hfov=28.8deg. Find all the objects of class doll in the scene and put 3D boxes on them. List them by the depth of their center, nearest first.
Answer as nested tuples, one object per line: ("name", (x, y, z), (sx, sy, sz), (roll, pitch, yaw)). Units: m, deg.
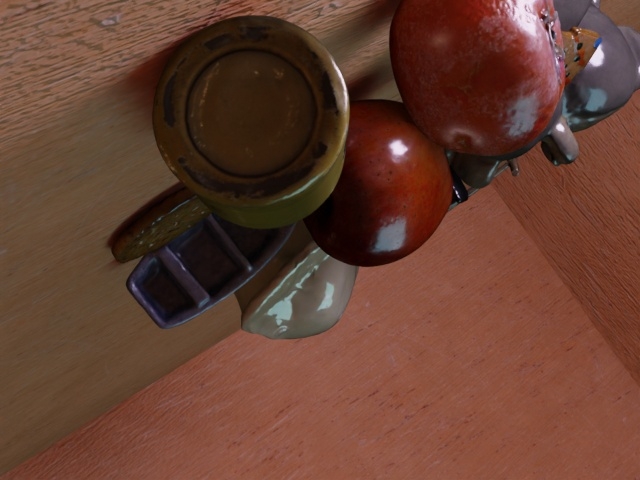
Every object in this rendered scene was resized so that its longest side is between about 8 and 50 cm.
("doll", (0.336, -0.263, 1.730), (0.382, 0.252, 0.378), (-39, 176, -24))

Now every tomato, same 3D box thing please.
("tomato", (0.174, -0.214, 1.401), (0.189, 0.232, 0.232), (-7, -177, 18))

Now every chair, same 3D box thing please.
("chair", (0.211, -0.138, 2.273), (0.272, 0.188, 0.166), (-33, 175, 12))

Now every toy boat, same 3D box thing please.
("toy boat", (-0.141, 0.011, 1.758), (0.283, 0.127, 0.078), (-38, 175, -15))

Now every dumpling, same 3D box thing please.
("dumpling", (0.000, 0.000, 2.026), (0.315, 0.233, 0.395), (-41, -174, 23))

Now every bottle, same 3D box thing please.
("bottle", (-0.057, -0.098, 1.233), (0.171, 0.171, 0.351), (-35, 176, -2))

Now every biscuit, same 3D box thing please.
("biscuit", (0.300, -0.226, 1.574), (0.130, 0.019, 0.119), (-33, 143, -4))
("biscuit", (-0.193, -0.032, 1.622), (0.188, 0.027, 0.188), (-34, 175, -4))

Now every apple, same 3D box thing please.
("apple", (0.069, -0.086, 1.705), (0.234, 0.234, 0.234), (-35, 174, -4))
